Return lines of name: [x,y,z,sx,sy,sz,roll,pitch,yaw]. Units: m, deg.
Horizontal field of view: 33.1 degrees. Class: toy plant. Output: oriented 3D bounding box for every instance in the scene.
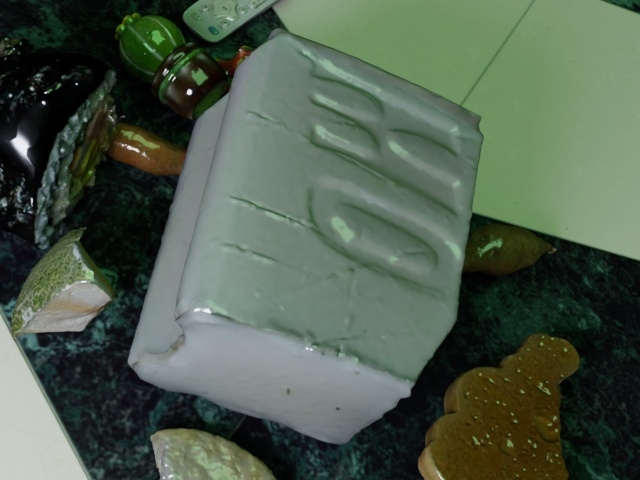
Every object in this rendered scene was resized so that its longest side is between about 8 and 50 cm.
toy plant: [-0.205,-0.240,1.445,0.162,0.093,0.093,43,50,8]

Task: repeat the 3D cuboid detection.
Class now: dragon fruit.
dragon fruit: [-0.101,-0.227,1.496,0.116,0.081,0.086,5,54,7]

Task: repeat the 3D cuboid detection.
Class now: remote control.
remote control: [-0.109,-0.360,1.610,0.073,0.044,0.229,41,58,10]

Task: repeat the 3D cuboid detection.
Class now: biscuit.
biscuit: [0.243,0.229,1.363,0.183,0.047,0.320,36,49,-2]
biscuit: [-0.089,0.309,1.153,0.133,0.032,0.250,-7,60,-29]

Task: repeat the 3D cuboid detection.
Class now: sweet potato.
sweet potato: [0.227,0.014,1.475,0.269,0.075,0.075,-7,59,-47]
sweet potato: [-0.208,-0.110,1.380,0.195,0.056,0.056,19,51,-19]

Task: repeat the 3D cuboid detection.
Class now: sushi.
sushi: [-0.357,-0.126,1.214,0.218,0.225,0.238,23,27,12]

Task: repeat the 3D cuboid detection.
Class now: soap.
soap: [0.000,0.000,1.281,0.350,0.213,0.435,26,52,-17]

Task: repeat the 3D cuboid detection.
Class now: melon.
melon: [-0.284,0.061,1.192,0.139,0.202,0.093,-43,103,-6]
